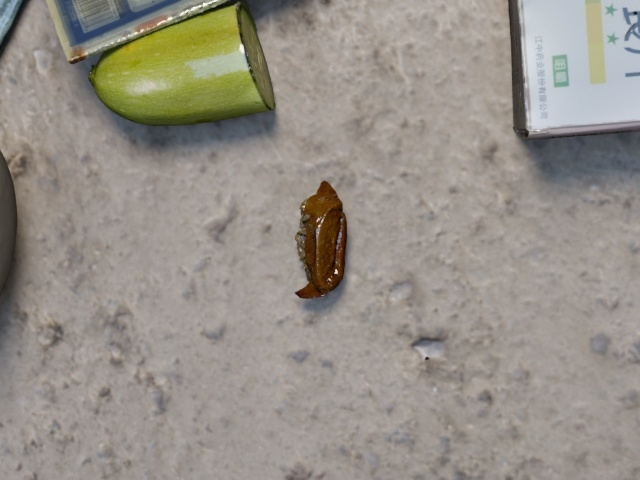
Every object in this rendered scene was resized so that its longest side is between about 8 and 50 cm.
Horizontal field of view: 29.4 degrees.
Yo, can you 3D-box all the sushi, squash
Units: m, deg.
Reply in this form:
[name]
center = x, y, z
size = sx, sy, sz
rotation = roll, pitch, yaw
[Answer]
[sushi]
center = 0.000, 0.000, 1.288
size = 0.052, 0.055, 0.120
rotation = -10, 105, -38
[squash]
center = -0.148, -0.174, 1.256
size = 0.187, 0.123, 0.123
rotation = -9, 94, 6

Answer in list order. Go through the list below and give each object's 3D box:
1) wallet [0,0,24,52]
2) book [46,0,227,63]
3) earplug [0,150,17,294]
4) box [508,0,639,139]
[wallet]
center = -0.424, -0.315, 1.306
size = 0.251, 0.054, 0.290
rotation = 28, 91, -3
[book]
center = -0.142, -0.335, 1.244
size = 0.323, 0.018, 0.228
rotation = -21, 76, 1
[earplug]
center = -0.509, -0.024, 1.218
size = 0.394, 0.312, 0.312
rotation = 5, 96, 2
[box]
center = 0.270, -0.271, 1.194
size = 0.173, 0.145, 0.332
rotation = -4, 94, 4
